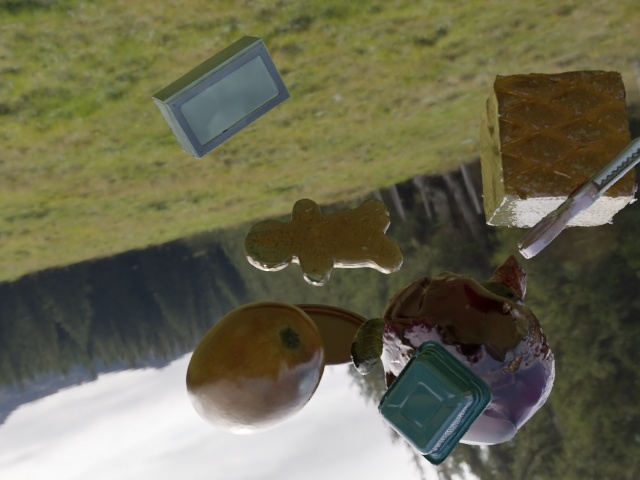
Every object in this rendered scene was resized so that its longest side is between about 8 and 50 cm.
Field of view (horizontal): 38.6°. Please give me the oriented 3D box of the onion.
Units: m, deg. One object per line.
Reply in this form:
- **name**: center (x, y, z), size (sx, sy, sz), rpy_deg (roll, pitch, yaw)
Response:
- **onion**: center (0.342, 0.206, 2.007), size (0.398, 0.398, 0.420), rpy_deg (-17, -157, 46)

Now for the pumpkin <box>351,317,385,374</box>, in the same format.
- **pumpkin**: center (0.058, 0.132, 1.184), size (0.050, 0.028, 0.083), rpy_deg (-39, -154, 42)

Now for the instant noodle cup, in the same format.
- **instant noodle cup**: center (0.184, 0.280, 1.565), size (0.179, 0.157, 0.070), rpy_deg (-57, 156, 17)

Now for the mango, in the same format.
- **mango**: center (-0.103, 0.193, 1.347), size (0.211, 0.173, 0.317), rpy_deg (-44, -179, -24)

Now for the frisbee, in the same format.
- **frisbee**: center (-0.010, 0.184, 1.787), size (0.250, 0.021, 0.251), rpy_deg (5, -159, -2)

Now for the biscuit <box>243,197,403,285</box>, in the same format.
- **biscuit**: center (0.000, 0.000, 1.388), size (0.234, 0.153, 0.030), rpy_deg (-8, 144, -7)

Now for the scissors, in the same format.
- **scissors**: center (0.387, -0.064, 1.346), size (0.242, 0.030, 0.118), rpy_deg (-43, 180, 15)

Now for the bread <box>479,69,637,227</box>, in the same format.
- **bread**: center (0.471, -0.181, 1.859), size (0.278, 0.279, 0.207), rpy_deg (-4, 162, -2)

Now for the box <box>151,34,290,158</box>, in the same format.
- **box**: center (-0.188, -0.276, 1.745), size (0.225, 0.130, 0.086), rpy_deg (-37, -151, -14)
